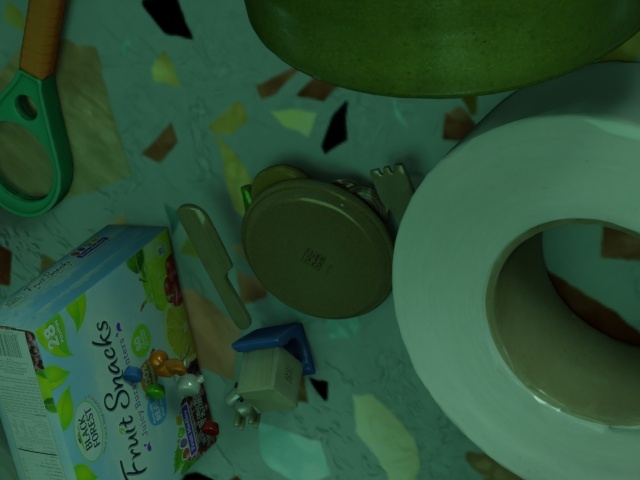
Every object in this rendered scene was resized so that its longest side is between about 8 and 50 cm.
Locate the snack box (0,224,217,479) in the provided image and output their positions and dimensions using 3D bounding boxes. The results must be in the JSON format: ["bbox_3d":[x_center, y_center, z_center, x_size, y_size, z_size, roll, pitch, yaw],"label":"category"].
[{"bbox_3d":[-0.173,0.117,1.144,0.070,0.174,0.207,4,117,31],"label":"snack box"}]

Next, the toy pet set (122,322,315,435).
[{"bbox_3d":[-0.072,0.097,1.136,0.114,0.065,0.122,-10,146,28],"label":"toy pet set"}]

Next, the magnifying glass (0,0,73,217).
[{"bbox_3d":[-0.230,-0.115,1.144,0.092,0.026,0.231,29,127,14],"label":"magnifying glass"}]

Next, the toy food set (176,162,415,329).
[{"bbox_3d":[0.000,0.000,1.069,0.192,0.038,0.132,-9,119,29],"label":"toy food set"}]

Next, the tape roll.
[{"bbox_3d":[0.192,0.034,0.926,0.286,0.100,0.286,14,123,23],"label":"tape roll"}]

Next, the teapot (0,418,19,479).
[{"bbox_3d":[-0.352,0.206,1.304,0.252,0.187,0.256,40,104,-19],"label":"teapot"}]

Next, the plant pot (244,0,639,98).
[{"bbox_3d":[0.057,-0.274,0.704,0.366,0.366,0.353,12,134,25],"label":"plant pot"}]
